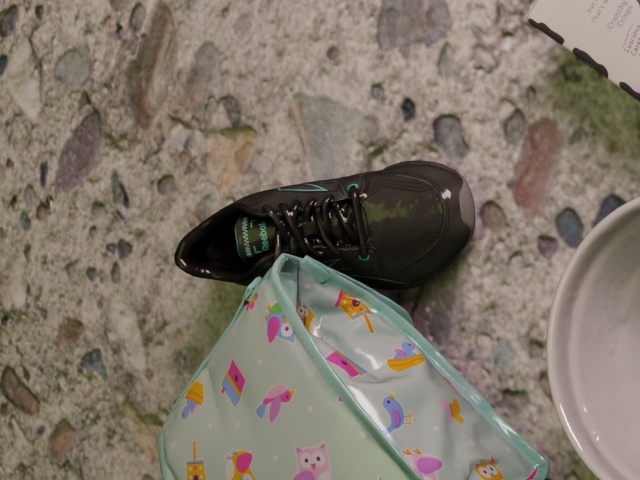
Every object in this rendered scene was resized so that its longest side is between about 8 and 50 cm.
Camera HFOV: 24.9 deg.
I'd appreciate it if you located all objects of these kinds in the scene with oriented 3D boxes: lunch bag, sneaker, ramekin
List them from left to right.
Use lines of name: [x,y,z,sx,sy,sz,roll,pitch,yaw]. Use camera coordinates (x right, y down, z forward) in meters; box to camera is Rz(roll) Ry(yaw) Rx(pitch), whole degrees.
sneaker: [0.000,0.000,1.156,0.267,0.106,0.101,-13,86,38]
lunch bag: [0.006,0.167,1.132,0.262,0.160,0.223,46,125,16]
ramekin: [0.258,0.072,0.929,0.207,0.109,0.207,-7,81,47]

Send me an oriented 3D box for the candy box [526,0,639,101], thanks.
candy box: [0.258,-0.163,0.943,0.196,0.070,0.165,42,121,26]
